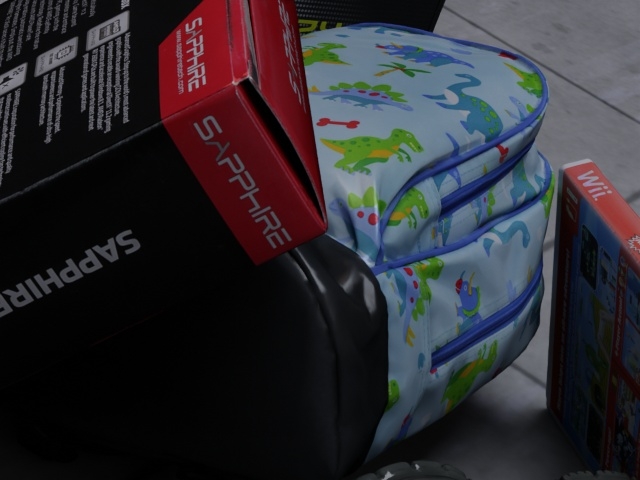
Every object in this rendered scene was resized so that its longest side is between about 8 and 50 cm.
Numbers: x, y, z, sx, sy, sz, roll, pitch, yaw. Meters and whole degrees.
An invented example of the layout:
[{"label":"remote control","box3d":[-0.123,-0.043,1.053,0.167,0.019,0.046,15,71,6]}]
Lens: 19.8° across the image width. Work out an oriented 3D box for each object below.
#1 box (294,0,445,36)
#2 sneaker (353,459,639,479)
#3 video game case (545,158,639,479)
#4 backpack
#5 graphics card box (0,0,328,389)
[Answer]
[{"label":"box","box3d":[-0.047,-0.151,1.325,0.270,0.216,0.060,1,33,-34]},{"label":"sneaker","box3d":[0.092,0.191,0.955,0.286,0.109,0.130,0,41,-31]},{"label":"video game case","box3d":[0.206,0.111,1.067,0.025,0.204,0.285,-14,40,-14]},{"label":"backpack","box3d":[0.000,0.000,1.090,0.290,0.273,0.355,12,6,35]},{"label":"graphics card box","box3d":[-0.180,-0.016,0.892,0.094,0.371,0.233,59,11,-30]}]
